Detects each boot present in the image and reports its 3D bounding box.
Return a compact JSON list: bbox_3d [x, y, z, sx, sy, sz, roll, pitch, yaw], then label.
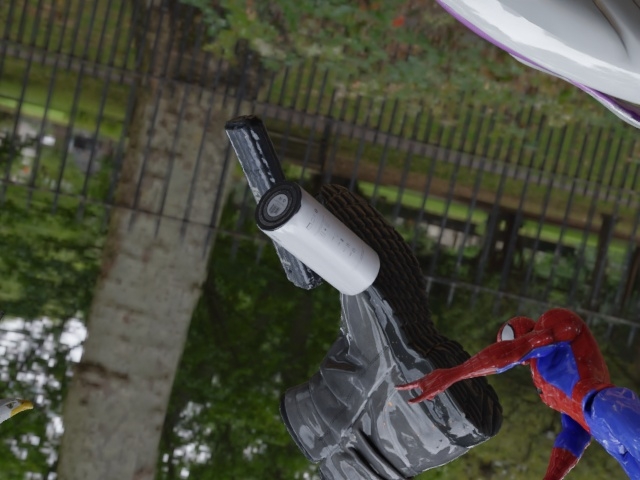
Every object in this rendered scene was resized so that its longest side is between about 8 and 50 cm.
[{"bbox_3d":[0.026,0.124,1.065,0.118,0.223,0.338,1,-125,-51],"label":"boot"}]

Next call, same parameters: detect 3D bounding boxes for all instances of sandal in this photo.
[{"bbox_3d":[0.172,-0.110,0.497,0.416,0.102,0.169,-9,-123,-43],"label":"sandal"}]

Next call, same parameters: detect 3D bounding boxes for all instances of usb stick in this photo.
[{"bbox_3d":[-0.066,-0.055,1.413,0.045,0.278,0.077,-34,-156,-30],"label":"usb stick"}]

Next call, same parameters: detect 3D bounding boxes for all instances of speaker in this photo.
[{"bbox_3d":[0.000,0.000,0.922,0.055,0.055,0.136,17,164,46],"label":"speaker"}]

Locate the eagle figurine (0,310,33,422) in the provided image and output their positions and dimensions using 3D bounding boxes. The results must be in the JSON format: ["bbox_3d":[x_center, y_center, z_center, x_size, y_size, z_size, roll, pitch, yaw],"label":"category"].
[{"bbox_3d":[-0.510,0.225,1.317,0.226,0.298,0.225,-23,172,40],"label":"eagle figurine"}]

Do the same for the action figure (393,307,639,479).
[{"bbox_3d":[0.149,0.129,0.560,0.139,0.091,0.280,-29,-152,-4],"label":"action figure"}]
